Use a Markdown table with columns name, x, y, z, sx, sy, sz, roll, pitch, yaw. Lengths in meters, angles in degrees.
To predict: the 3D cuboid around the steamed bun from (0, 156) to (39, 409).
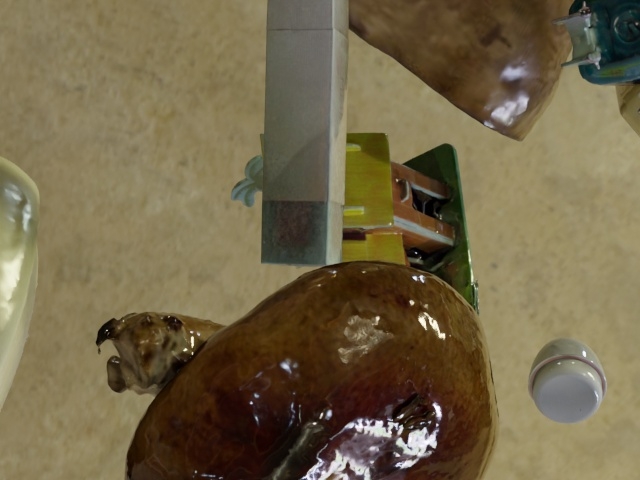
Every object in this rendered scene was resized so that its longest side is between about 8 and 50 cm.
| name | x | y | z | sx | sy | sz | roll | pitch | yaw |
| --- | --- | --- | --- | --- | --- | --- | --- | --- | --- |
| steamed bun | -0.489 | 0.057 | 1.326 | 0.371 | 0.290 | 0.455 | 20 | 54 | -23 |

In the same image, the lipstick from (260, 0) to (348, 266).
| name | x | y | z | sx | sy | sz | roll | pitch | yaw |
| --- | --- | --- | --- | --- | --- | --- | --- | --- | --- |
| lipstick | -0.015 | -0.157 | 1.362 | 0.080 | 0.076 | 0.371 | 0 | 88 | 15 |

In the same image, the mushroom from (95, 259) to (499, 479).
| name | x | y | z | sx | sy | sz | roll | pitch | yaw |
| --- | --- | --- | --- | --- | --- | --- | --- | --- | --- |
| mushroom | -0.011 | 0.139 | 1.111 | 0.345 | 0.345 | 0.259 | -10 | 48 | -25 |

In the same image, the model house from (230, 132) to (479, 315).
| name | x | y | z | sx | sy | sz | roll | pitch | yaw |
| --- | --- | --- | --- | --- | --- | --- | --- | --- | --- |
| model house | 0.000 | 0.000 | 1.877 | 0.324 | 0.340 | 0.300 | 19 | 58 | -42 |

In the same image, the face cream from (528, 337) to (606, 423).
| name | x | y | z | sx | sy | sz | roll | pitch | yaw |
| --- | --- | --- | --- | --- | --- | --- | --- | --- | --- |
| face cream | 0.375 | 0.212 | 1.927 | 0.117 | 0.117 | 0.104 | 22 | 29 | -3 |

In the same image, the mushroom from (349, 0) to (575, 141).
| name | x | y | z | sx | sy | sz | roll | pitch | yaw |
| --- | --- | --- | --- | --- | --- | --- | --- | --- | --- |
| mushroom | 0.247 | -0.371 | 1.687 | 0.314 | 0.397 | 0.224 | 38 | 15 | 12 |

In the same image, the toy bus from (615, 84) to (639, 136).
| name | x | y | z | sx | sy | sz | roll | pitch | yaw |
| --- | --- | --- | --- | --- | --- | --- | --- | --- | --- |
| toy bus | 0.525 | -0.228 | 1.807 | 0.202 | 0.177 | 0.365 | 42 | 22 | -7 |

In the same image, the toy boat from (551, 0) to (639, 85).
| name | x | y | z | sx | sy | sz | roll | pitch | yaw |
| --- | --- | --- | --- | --- | --- | --- | --- | --- | --- |
| toy boat | 0.428 | -0.264 | 1.492 | 0.092 | 0.299 | 0.134 | -14 | 92 | -53 |
